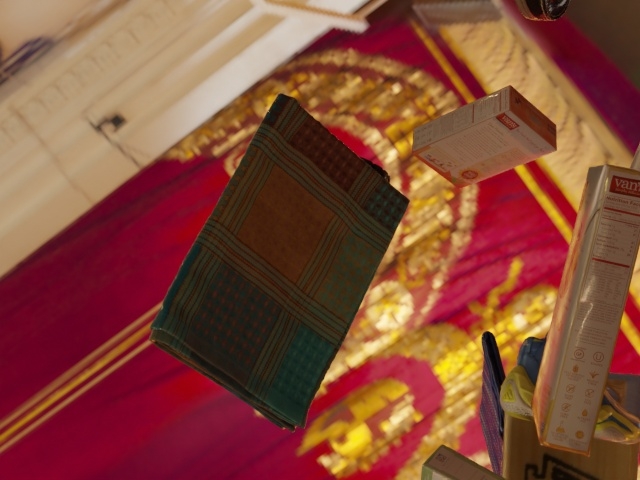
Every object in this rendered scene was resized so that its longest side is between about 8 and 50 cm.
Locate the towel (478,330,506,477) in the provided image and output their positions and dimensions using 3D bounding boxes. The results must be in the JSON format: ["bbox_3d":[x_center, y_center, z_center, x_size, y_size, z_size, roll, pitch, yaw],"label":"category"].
[{"bbox_3d":[0.345,0.364,2.218,0.336,0.040,0.243,83,179,-51],"label":"towel"}]

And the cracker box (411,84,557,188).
[{"bbox_3d":[0.312,-0.193,2.123,0.155,0.232,0.067,32,-129,-37],"label":"cracker box"}]

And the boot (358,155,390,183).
[{"bbox_3d":[0.000,0.000,1.980,0.118,0.338,0.223,28,-119,-10],"label":"boot"}]

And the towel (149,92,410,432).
[{"bbox_3d":[-0.042,0.031,1.461,0.271,0.370,0.040,38,160,-32],"label":"towel"}]

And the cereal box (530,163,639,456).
[{"bbox_3d":[0.237,0.053,0.985,0.047,0.240,0.173,12,-176,7],"label":"cereal box"}]

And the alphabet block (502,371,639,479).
[{"bbox_3d":[0.375,0.313,1.658,0.192,0.193,0.197,-37,-51,-67],"label":"alphabet block"}]

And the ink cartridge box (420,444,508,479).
[{"bbox_3d":[0.240,0.391,1.476,0.235,0.056,0.171,26,134,28],"label":"ink cartridge box"}]

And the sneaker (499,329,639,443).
[{"bbox_3d":[0.335,0.183,1.418,0.240,0.126,0.091,20,169,-36],"label":"sneaker"}]

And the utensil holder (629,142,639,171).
[{"bbox_3d":[0.584,-0.142,1.415,0.327,0.385,0.327,24,-174,-3],"label":"utensil holder"}]

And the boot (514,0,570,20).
[{"bbox_3d":[0.426,-0.451,1.605,0.284,0.138,0.377,26,140,28],"label":"boot"}]
